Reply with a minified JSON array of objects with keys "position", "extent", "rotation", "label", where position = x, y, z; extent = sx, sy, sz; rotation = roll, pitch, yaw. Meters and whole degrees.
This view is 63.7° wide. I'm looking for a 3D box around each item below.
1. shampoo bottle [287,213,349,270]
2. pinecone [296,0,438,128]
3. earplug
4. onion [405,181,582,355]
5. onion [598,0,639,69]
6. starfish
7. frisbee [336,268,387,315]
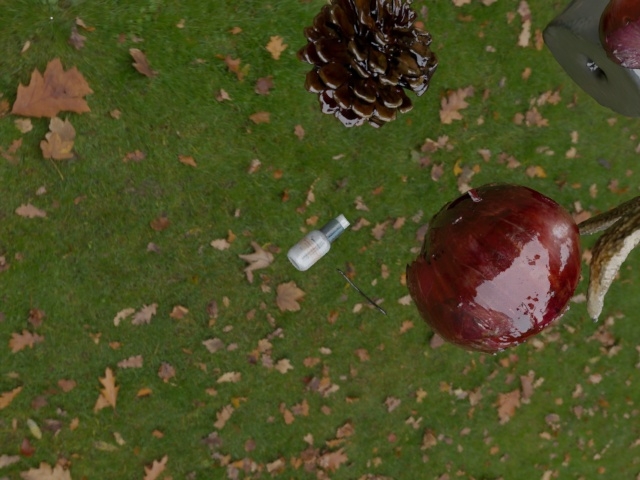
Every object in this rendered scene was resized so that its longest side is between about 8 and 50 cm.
[{"position":[0.000,0.000,1.390],"extent":[0.192,0.074,0.074],"rotation":[-40,124,-13],"label":"shampoo bottle"},{"position":[0.138,-0.534,1.447],"extent":[0.397,0.398,0.398],"rotation":[-11,116,-23],"label":"pinecone"},{"position":[0.757,-0.524,1.151],"extent":[0.312,0.313,0.394],"rotation":[34,106,-34],"label":"earplug"},{"position":[0.272,0.044,0.809],"extent":[0.276,0.276,0.276],"rotation":[-11,116,-23],"label":"onion"},{"position":[0.632,-0.392,0.919],"extent":[0.248,0.248,0.161],"rotation":[28,62,-34],"label":"onion"},{"position":[0.521,-0.027,0.692],"extent":[0.398,0.384,0.132],"rotation":[-23,80,5],"label":"starfish"},{"position":[0.115,0.146,1.526],"extent":[0.012,0.211,0.187],"rotation":[-46,105,-3],"label":"frisbee"}]
